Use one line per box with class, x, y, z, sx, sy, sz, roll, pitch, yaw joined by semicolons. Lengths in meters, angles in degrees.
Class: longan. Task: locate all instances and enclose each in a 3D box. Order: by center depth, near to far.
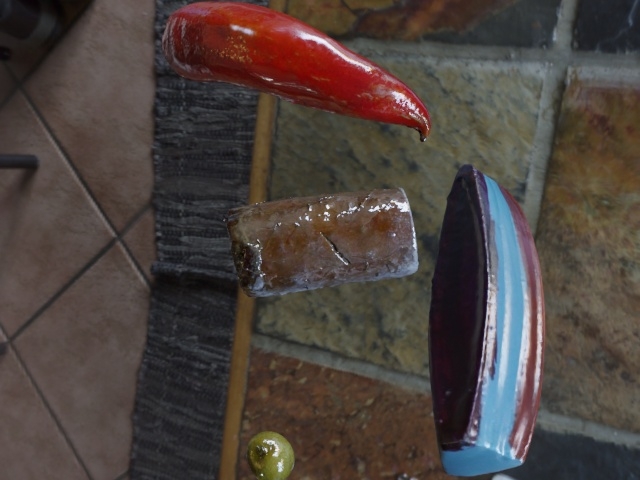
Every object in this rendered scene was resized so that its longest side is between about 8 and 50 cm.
longan;-0.074;0.308;0.900;0.075;0.083;0.075;-9;57;13

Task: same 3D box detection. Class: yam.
yam;0.000;0.002;0.500;0.141;0.079;0.079;-8;91;0

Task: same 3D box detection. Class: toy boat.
toy boat;0.173;0.056;0.693;0.136;0.392;0.079;-26;127;38

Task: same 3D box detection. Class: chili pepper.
chili pepper;-0.066;-0.181;0.651;0.368;0.137;0.092;30;83;37
